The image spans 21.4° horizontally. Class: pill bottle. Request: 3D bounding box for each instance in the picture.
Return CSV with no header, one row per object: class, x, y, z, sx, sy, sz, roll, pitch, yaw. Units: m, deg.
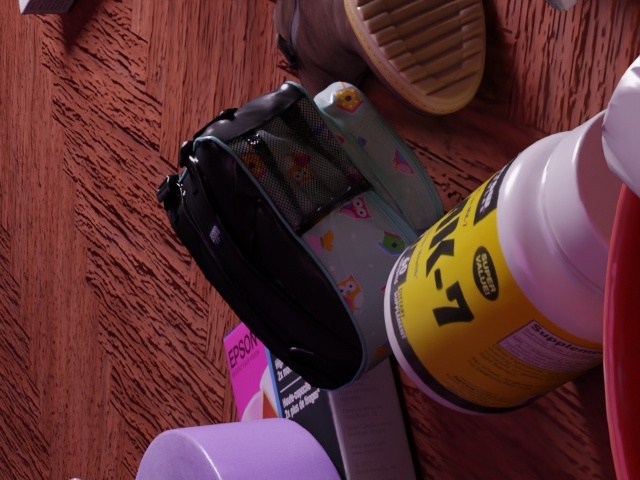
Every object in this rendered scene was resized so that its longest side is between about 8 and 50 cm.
pill bottle,0.128,0.013,0.919,0.208,0.119,0.119,-43,55,58

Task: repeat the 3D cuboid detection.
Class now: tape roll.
tape roll,-0.056,0.270,1.227,0.275,0.090,0.274,175,90,-66

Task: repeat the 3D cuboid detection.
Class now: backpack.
backpack,0.000,0.000,1.133,0.188,0.144,0.166,58,154,9

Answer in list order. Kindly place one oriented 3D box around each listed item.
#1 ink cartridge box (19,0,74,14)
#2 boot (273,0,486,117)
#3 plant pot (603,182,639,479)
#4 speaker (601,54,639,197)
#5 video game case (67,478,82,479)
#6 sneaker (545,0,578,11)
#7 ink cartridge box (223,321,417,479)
ink cartridge box,-0.270,-0.399,1.767,0.275,0.060,0.238,-36,62,60
boot,0.034,-0.142,1.173,0.207,0.090,0.248,101,149,-58
plant pot,0.258,0.035,0.505,0.275,0.243,0.274,16,108,63
speaker,0.128,-0.003,0.429,0.136,0.055,0.055,-125,40,-49
video game case,-0.141,0.357,1.427,0.244,0.061,0.269,46,-156,-61
sneaker,0.116,-0.237,0.976,0.115,0.105,0.281,-45,40,14
ink cartridge box,0.000,0.139,1.272,0.176,0.069,0.370,136,128,-59
